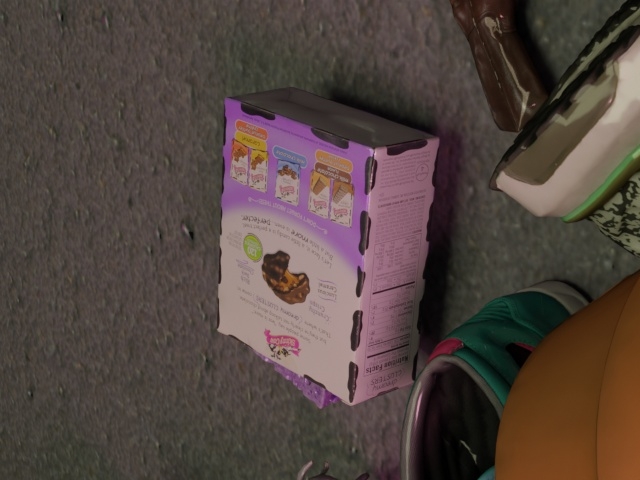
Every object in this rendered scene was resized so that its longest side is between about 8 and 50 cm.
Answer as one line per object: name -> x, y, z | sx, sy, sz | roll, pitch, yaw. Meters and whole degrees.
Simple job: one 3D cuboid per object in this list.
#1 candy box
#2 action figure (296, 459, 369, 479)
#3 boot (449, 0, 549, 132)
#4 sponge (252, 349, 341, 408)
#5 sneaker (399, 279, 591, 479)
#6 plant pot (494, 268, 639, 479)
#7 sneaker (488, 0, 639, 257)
candy box -> 0.000, 0.000, 1.030 | 0.165, 0.070, 0.196 | 24, 118, 43
action figure -> 0.009, 0.305, 1.086 | 0.099, 0.185, 0.285 | 2, 108, 30
boot -> 0.131, -0.134, 0.903 | 0.106, 0.037, 0.114 | -40, 65, 63
sponge -> -0.006, 0.021, 1.124 | 0.117, 0.031, 0.210 | 38, 128, 38
sneaker -> 0.146, 0.173, 0.857 | 0.124, 0.178, 0.295 | -45, 65, 47
plant pot -> 0.224, 0.116, 0.677 | 0.203, 0.291, 0.291 | -23, 82, 62
sneaker -> 0.275, -0.102, 0.694 | 0.182, 0.158, 0.410 | 41, 136, -5
